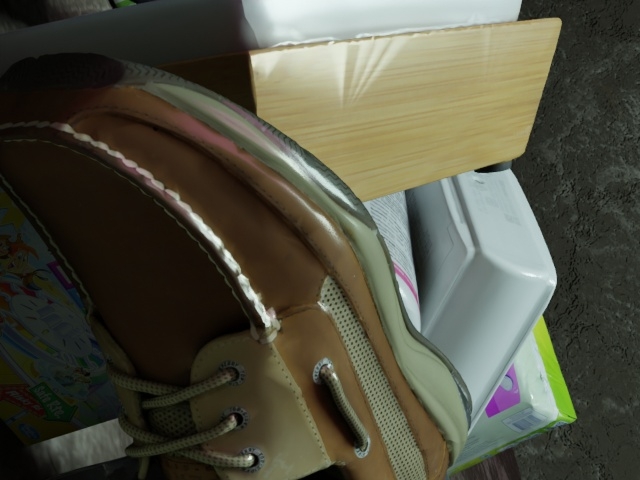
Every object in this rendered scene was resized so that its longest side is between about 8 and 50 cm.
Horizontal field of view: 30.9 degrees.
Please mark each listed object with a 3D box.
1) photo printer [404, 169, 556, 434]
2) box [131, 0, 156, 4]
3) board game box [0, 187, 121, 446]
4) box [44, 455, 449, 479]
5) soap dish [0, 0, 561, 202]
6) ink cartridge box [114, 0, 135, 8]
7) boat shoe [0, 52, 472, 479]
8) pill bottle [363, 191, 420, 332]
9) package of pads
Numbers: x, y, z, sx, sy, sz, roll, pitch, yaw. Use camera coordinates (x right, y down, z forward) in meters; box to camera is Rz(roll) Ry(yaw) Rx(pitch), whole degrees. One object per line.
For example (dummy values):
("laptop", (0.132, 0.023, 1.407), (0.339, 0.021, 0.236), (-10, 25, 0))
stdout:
("photo printer", (0.097, 0.085, 1.116), (0.107, 0.307, 0.256), (19, 26, -13))
("box", (-0.137, -0.417, 0.585), (0.471, 0.297, 0.480), (61, 11, 7))
("board game box", (-0.133, 0.029, 0.548), (0.026, 0.103, 0.154), (-94, 160, -49))
("box", (-0.001, 0.247, 0.624), (0.242, 0.077, 0.307), (-7, 77, -46))
("soap dish", (-0.026, -0.077, 0.664), (0.291, 0.229, 0.118), (-18, 103, -50))
("ink cartridge box", (-0.127, -0.332, 0.907), (0.097, 0.189, 0.255), (-86, 153, -57))
("boat shoe", (-0.028, 0.056, 0.503), (0.324, 0.123, 0.119), (49, 53, -42))
("pill bottle", (0.000, 0.000, 1.033), (0.283, 0.160, 0.160), (-91, 158, -56))
("package of pads", (0.132, 0.108, 1.305), (0.101, 0.229, 0.296), (21, 46, -43))
